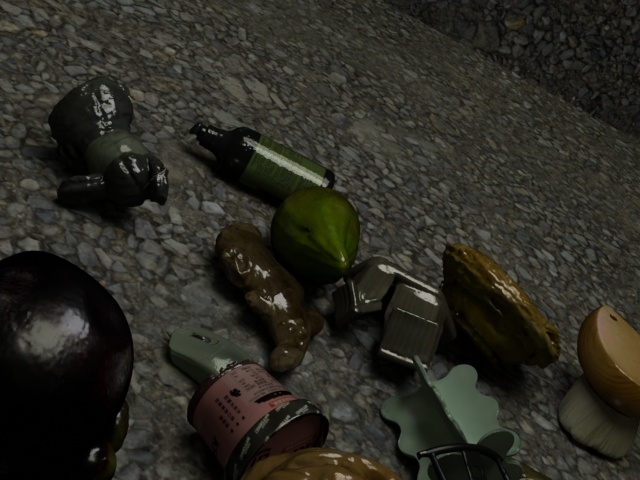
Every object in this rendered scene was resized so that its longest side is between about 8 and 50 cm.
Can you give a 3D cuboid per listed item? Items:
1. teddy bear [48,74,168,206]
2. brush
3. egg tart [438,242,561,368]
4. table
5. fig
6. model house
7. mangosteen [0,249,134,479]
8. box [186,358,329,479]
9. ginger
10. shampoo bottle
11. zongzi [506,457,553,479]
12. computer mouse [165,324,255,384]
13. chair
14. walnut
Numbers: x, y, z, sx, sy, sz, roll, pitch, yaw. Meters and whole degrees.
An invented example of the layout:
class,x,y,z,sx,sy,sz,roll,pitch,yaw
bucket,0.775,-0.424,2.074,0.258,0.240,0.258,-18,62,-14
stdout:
class,x,y,z,sx,sy,sz,roll,pitch,yaw
teddy bear,-0.350,-0.129,1.571,0.171,0.144,0.251,-19,69,-14
brush,0.529,0.253,1.816,0.174,0.166,0.267,21,32,-19
egg tart,0.304,0.133,1.764,0.294,0.123,0.294,50,-3,3
table,0.193,0.280,1.476,0.166,0.167,0.198,15,26,-29
fig,-0.013,0.000,1.649,0.167,0.167,0.233,34,21,1
model house,0.125,0.134,1.647,0.229,0.122,0.188,30,34,2
mangosteen,-0.315,0.171,1.072,0.302,0.274,0.275,63,21,-23
box,-0.087,0.238,1.266,0.151,0.151,0.135,-6,40,-48
ginger,-0.081,0.074,1.570,0.166,0.080,0.333,8,35,-46
shampoo bottle,-0.115,-0.145,1.836,0.283,0.101,0.101,27,30,-12
zongzi,0.326,0.383,1.530,0.160,0.078,0.176,19,24,-36
computer mouse,-0.143,0.174,1.391,0.181,0.056,0.089,37,25,7
chair,0.206,0.414,1.291,0.154,0.141,0.260,13,37,-32
walnut,0.008,0.360,1.105,0.257,0.257,0.224,27,-6,-11
